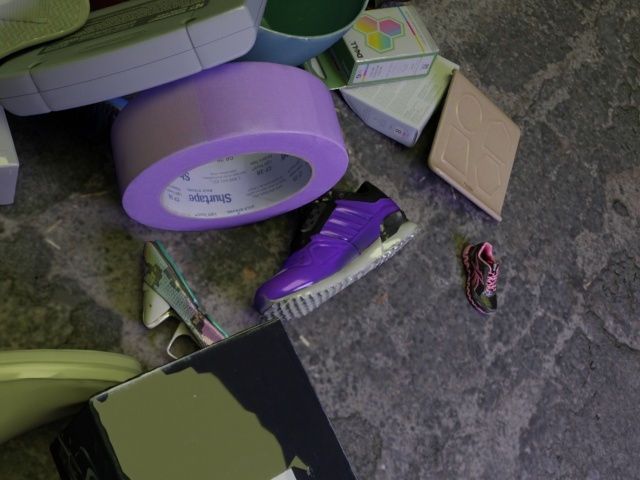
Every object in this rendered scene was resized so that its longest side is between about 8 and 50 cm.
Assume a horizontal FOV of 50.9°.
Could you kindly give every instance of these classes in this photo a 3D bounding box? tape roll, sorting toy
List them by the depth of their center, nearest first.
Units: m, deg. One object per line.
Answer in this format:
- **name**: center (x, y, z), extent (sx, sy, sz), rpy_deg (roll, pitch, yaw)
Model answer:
- **tape roll**: center (-0.109, -0.103, 0.820), extent (0.274, 0.275, 0.090), rpy_deg (-5, 72, -29)
- **sorting toy**: center (0.262, -0.160, 1.148), extent (0.193, 0.038, 0.208), rpy_deg (31, 63, -33)

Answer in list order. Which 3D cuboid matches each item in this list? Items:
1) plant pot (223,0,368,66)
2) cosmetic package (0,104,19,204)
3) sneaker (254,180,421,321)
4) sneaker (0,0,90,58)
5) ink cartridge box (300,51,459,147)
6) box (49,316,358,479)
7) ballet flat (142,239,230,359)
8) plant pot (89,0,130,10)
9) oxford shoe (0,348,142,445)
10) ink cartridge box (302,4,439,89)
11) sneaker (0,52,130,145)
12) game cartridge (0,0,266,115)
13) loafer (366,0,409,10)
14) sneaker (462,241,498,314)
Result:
- **plant pot**: center (-0.100, -0.360, 0.983), extent (0.290, 0.195, 0.290), rpy_deg (11, 64, -23)
- **cosmetic package**: center (-0.445, -0.161, 0.781), extent (0.127, 0.107, 0.238), rpy_deg (-11, 71, -31)
- **sneaker**: center (0.000, 0.000, 0.945), extent (0.293, 0.102, 0.146), rpy_deg (-29, 80, -38)
- **sneaker**: center (-0.402, -0.258, 0.751), extent (0.255, 0.094, 0.151), rpy_deg (-22, 47, -20)
- **ink cartridge box**: center (0.100, -0.283, 1.152), extent (0.232, 0.066, 0.189), rpy_deg (28, 57, 11)
- **box**: center (-0.094, 0.294, 0.635), extent (0.178, 0.312, 0.343), rpy_deg (-21, 79, -32)
- **ballet flat**: center (-0.167, 0.103, 0.831), extent (0.079, 0.077, 0.221), rpy_deg (-39, 90, -14)
- **plant pot**: center (-0.337, -0.443, 0.874), extent (0.243, 0.275, 0.275), rpy_deg (9, 65, -12)
- **oxford shoe**: center (-0.391, 0.186, 0.621), extent (0.449, 0.169, 0.130), rpy_deg (-8, 69, -22)
- **ink cartridge box**: center (0.075, -0.315, 1.097), extent (0.209, 0.062, 0.109), rpy_deg (-13, 62, -19)
- **sneaker**: center (-0.330, -0.192, 0.883), extent (0.209, 0.069, 0.082), rpy_deg (28, 23, -3)
- **game cartridge**: center (-0.206, -0.223, 0.753), extent (0.297, 0.062, 0.198), rpy_deg (-12, 39, 11)
- **loafer**: center (0.092, -0.438, 1.203), extent (0.170, 0.062, 0.061), rpy_deg (-2, 82, -20)
- **sneaker**: center (0.263, 0.057, 1.072), extent (0.047, 0.057, 0.119), rpy_deg (0, 70, -29)
